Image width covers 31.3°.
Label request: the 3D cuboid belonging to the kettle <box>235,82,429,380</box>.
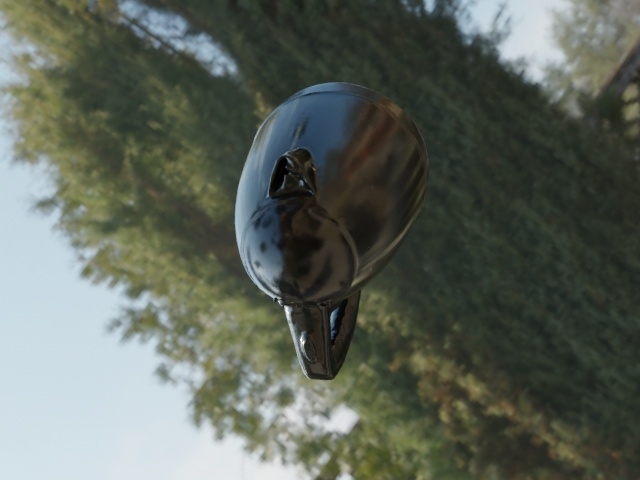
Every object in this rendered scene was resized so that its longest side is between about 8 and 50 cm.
[{"bbox_3d":[-0.010,-0.013,1.230,0.250,0.207,0.271,-61,2,30],"label":"kettle"}]
